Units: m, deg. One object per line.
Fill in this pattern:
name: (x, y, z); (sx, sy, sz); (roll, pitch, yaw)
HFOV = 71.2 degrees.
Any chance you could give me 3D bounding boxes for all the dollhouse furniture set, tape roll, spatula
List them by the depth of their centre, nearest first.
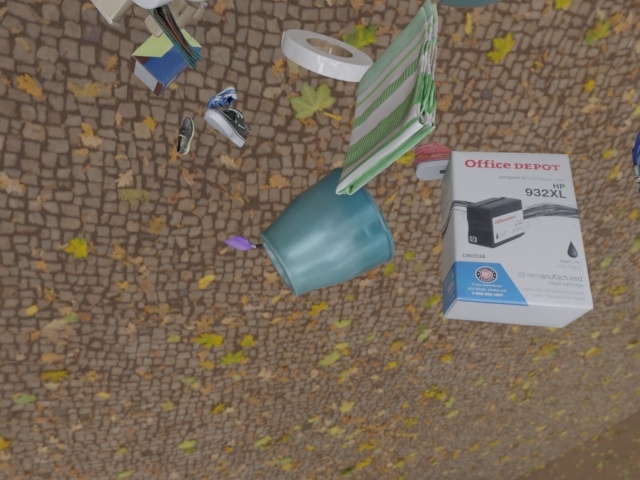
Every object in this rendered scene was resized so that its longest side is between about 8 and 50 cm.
dollhouse furniture set: (-0.453, -0.675, 1.268); (0.198, 0.303, 0.286); (-36, 95, 20)
spatula: (-0.215, 0.014, 1.480); (0.084, 0.296, 0.030); (34, 71, -35)
tape roll: (0.028, -0.776, 1.868); (0.391, 0.392, 0.072); (2, 129, -24)

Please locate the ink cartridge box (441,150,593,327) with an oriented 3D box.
ink cartridge box: (0.351, -0.008, 0.844); (0.223, 0.308, 0.129); (3, 155, 7)

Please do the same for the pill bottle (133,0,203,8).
pill bottle: (-0.152, -0.437, 0.624); (0.278, 0.162, 0.162); (-42, 140, -29)

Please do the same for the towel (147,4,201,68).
towel: (-0.393, -0.575, 0.946); (0.040, 0.370, 0.271); (-33, 177, 0)

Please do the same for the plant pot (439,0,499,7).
plant pot: (0.480, -0.779, 1.229); (0.290, 0.195, 0.290); (-53, 160, -29)

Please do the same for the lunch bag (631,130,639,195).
lunch bag: (0.622, -0.132, 0.720); (0.219, 0.090, 0.176); (-30, 111, -4)

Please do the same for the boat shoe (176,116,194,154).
boat shoe: (-0.547, -0.421, 1.800); (0.056, 0.049, 0.152); (12, 101, 9)

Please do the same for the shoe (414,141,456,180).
shoe: (0.303, -0.184, 1.017); (0.177, 0.081, 0.063); (-1, 144, 7)

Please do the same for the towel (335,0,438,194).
towel: (0.121, -0.257, 0.821); (0.038, 0.325, 0.248); (24, 146, -21)

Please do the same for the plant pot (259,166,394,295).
plant pot: (0.000, 0.000, 1.106); (0.255, 0.271, 0.272); (-32, 134, -12)

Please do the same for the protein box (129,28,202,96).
protein box: (-0.553, -0.645, 1.587); (0.136, 0.201, 0.200); (44, 77, -23)

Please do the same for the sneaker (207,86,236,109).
sneaker: (-0.414, -0.586, 1.879); (0.144, 0.059, 0.053); (-28, 170, 19)

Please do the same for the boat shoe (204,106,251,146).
boat shoe: (-0.376, -0.492, 1.847); (0.121, 0.335, 0.119); (35, 91, 6)
